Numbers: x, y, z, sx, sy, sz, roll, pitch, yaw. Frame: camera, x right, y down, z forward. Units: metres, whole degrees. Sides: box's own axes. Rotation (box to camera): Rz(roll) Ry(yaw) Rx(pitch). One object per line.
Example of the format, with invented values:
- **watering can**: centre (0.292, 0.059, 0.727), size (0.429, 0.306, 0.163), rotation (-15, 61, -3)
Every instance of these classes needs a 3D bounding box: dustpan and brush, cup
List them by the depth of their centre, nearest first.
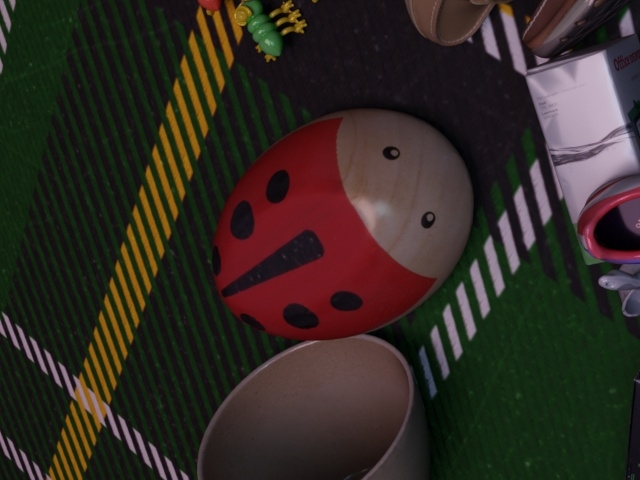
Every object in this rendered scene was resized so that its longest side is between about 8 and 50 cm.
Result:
- **dustpan and brush**: centre (0.364, 0.040, 0.981), size (0.147, 0.211, 0.060), rotation (-47, 44, 36)
- **cup**: centre (0.025, 0.332, 1.282), size (0.331, 0.331, 0.237), rotation (-7, 127, 35)

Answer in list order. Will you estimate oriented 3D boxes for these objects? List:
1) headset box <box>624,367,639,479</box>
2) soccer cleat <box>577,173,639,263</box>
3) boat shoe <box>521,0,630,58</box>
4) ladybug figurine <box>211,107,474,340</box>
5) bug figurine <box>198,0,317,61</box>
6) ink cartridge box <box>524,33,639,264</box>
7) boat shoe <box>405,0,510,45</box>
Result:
- **headset box**: centre (0.489, 0.266, 1.034), size (0.246, 0.131, 0.283), rotation (9, 113, 31)
- **soccer cleat**: centre (0.392, -0.038, 0.810), size (0.318, 0.116, 0.108), rotation (-14, 97, 27)
- **boat shoe**: centre (0.309, -0.342, 0.936), size (0.116, 0.123, 0.324), rotation (44, 118, 19)
- **ladybug figurine**: centre (0.000, 0.000, 1.234), size (0.449, 0.162, 0.305), rotation (-35, 88, 37)
- **bug figurine**: centre (-0.080, -0.373, 1.200), size (0.279, 0.072, 0.216), rotation (-41, 84, 37)
- **ink cartridge box**: centre (0.319, -0.105, 0.984), size (0.093, 0.160, 0.219), rotation (-14, 100, 34)
- **boat shoe**: centre (0.172, -0.300, 0.943), size (0.110, 0.122, 0.341), rotation (59, 167, 18)
